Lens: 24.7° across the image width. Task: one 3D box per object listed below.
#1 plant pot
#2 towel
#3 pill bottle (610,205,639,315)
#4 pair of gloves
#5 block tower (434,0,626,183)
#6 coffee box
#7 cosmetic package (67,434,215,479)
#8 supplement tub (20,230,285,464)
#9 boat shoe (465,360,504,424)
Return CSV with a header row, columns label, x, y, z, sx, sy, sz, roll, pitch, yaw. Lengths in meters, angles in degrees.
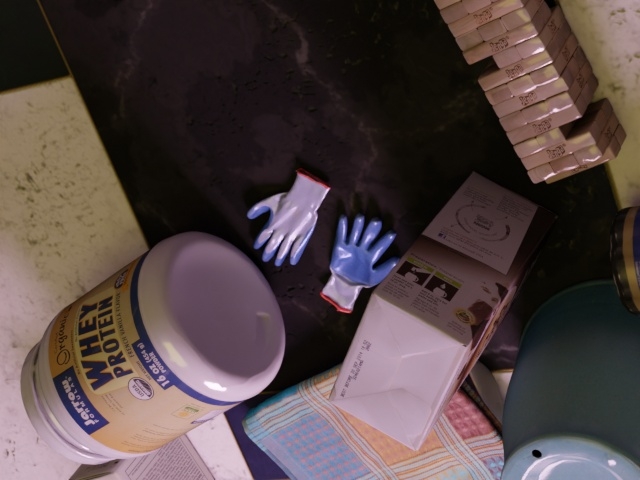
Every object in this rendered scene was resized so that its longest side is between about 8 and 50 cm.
label,x,y,z,sx,sy,sz,roll,pitch,yaw
plant pot,0.324,0.223,1.677,0.271,0.255,0.272,13,124,19
towel,0.085,0.275,1.930,0.271,0.040,0.370,50,135,-9
pill bottle,0.434,0.012,1.577,0.219,0.123,0.123,-8,116,29
pair of gloves,0.000,0.000,1.842,0.198,0.023,0.159,32,128,3
block tower,0.208,-0.220,1.563,0.097,0.091,0.335,-22,109,33
coffee box,0.142,0.072,1.644,0.119,0.297,0.168,29,129,11
cosmetic package,-0.214,0.417,2.119,0.113,0.160,0.309,-18,109,34
supplement tub,-0.224,0.150,1.913,0.316,0.228,0.228,-32,102,36
boat shoe,0.210,0.210,1.858,0.043,0.049,0.137,-17,116,35
